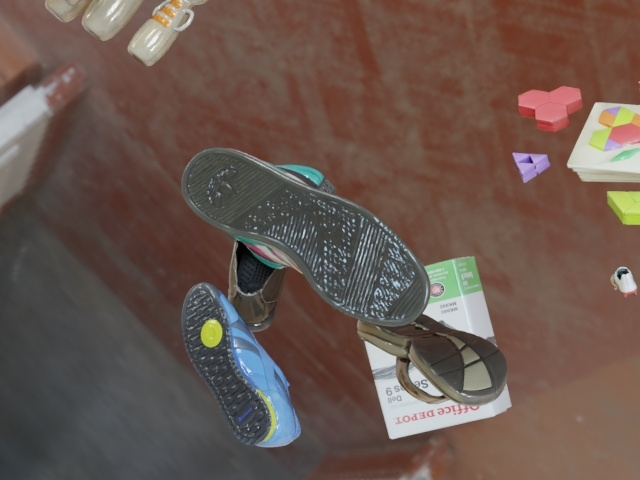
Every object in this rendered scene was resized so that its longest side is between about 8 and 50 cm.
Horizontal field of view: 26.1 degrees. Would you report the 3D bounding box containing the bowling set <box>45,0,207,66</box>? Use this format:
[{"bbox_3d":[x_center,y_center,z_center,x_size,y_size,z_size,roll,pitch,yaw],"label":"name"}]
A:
[{"bbox_3d":[-0.260,-0.340,1.607,0.287,0.154,0.200,31,171,45],"label":"bowling set"}]

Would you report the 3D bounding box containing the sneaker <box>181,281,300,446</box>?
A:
[{"bbox_3d":[-0.088,0.142,1.562,0.069,0.082,0.209,-41,64,25],"label":"sneaker"}]

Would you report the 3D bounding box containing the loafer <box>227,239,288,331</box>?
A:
[{"bbox_3d":[-0.065,0.000,1.664,0.080,0.220,0.078,6,150,-1],"label":"loafer"}]

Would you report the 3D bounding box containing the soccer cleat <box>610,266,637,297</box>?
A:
[{"bbox_3d":[0.397,0.049,1.814,0.083,0.029,0.036,-83,-23,-77],"label":"soccer cleat"}]

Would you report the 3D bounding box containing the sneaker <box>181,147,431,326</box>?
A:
[{"bbox_3d":[0.000,0.000,1.516,0.295,0.124,0.178,32,-174,13],"label":"sneaker"}]

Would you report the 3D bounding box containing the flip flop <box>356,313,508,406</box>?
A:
[{"bbox_3d":[0.128,0.149,1.649,0.277,0.112,0.080,23,113,60],"label":"flip flop"}]

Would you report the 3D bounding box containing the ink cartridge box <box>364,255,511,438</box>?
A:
[{"bbox_3d":[0.201,0.193,2.491,0.211,0.121,0.289,-16,86,22],"label":"ink cartridge box"}]

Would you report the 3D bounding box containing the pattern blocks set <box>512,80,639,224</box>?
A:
[{"bbox_3d":[0.386,-0.115,1.602,0.324,0.285,0.026,-3,128,13],"label":"pattern blocks set"}]
